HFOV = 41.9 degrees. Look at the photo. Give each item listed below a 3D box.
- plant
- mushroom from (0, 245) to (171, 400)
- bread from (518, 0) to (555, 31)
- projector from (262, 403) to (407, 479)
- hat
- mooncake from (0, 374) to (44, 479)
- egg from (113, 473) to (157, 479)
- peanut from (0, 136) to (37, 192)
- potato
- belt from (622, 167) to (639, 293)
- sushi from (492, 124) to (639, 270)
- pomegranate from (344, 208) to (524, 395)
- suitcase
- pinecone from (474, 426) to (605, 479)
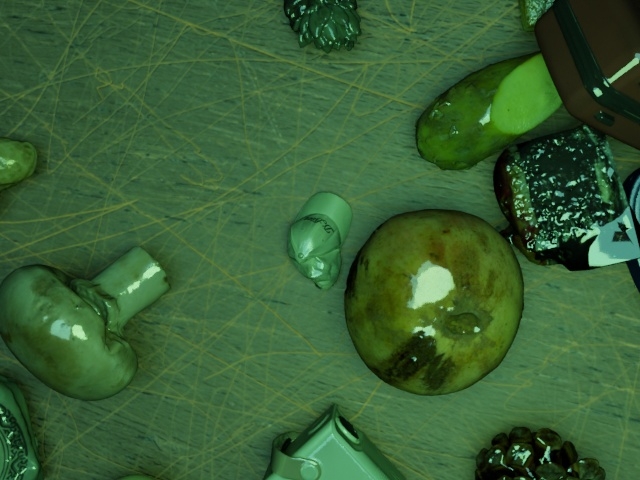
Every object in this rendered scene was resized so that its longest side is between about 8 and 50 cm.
[{"bbox_3d":[-0.002,-0.429,1.500,0.132,0.129,0.195,-13,86,9],"label":"plant"},{"bbox_3d":[-0.412,0.124,1.497,0.290,0.292,0.292,-43,86,-12],"label":"mushroom"},{"bbox_3d":[0.463,-0.468,1.459,0.234,0.110,0.184,-4,93,8],"label":"bread"},{"bbox_3d":[0.022,0.425,1.492,0.177,0.163,0.242,-44,88,4],"label":"projector"},{"bbox_3d":[0.002,-0.004,1.535,0.122,0.081,0.166,29,84,3],"label":"hat"},{"bbox_3d":[-0.668,0.382,1.582,0.254,0.136,0.250,-13,93,7],"label":"mooncake"},{"bbox_3d":[-0.348,0.546,1.521,0.186,0.186,0.242,13,95,6],"label":"egg"},{"bbox_3d":[-0.653,-0.111,1.582,0.253,0.122,0.137,-43,86,1],"label":"peanut"},{"bbox_3d":[0.295,-0.232,1.444,0.298,0.176,0.141,-36,117,9],"label":"potato"},{"bbox_3d":[0.645,0.023,1.440,0.212,0.117,0.347,-24,87,7],"label":"belt"},{"bbox_3d":[0.400,-0.064,1.415,0.212,0.215,0.227,-14,90,7],"label":"sushi"},{"bbox_3d":[0.190,0.102,1.410,0.322,0.322,0.322,0,91,6],"label":"pomegranate"},{"bbox_3d":[0.499,-0.278,1.339,0.161,0.297,0.236,-40,49,38],"label":"suitcase"},{"bbox_3d":[0.371,0.418,1.434,0.228,0.201,0.203,-1,95,9],"label":"pinecone"}]
